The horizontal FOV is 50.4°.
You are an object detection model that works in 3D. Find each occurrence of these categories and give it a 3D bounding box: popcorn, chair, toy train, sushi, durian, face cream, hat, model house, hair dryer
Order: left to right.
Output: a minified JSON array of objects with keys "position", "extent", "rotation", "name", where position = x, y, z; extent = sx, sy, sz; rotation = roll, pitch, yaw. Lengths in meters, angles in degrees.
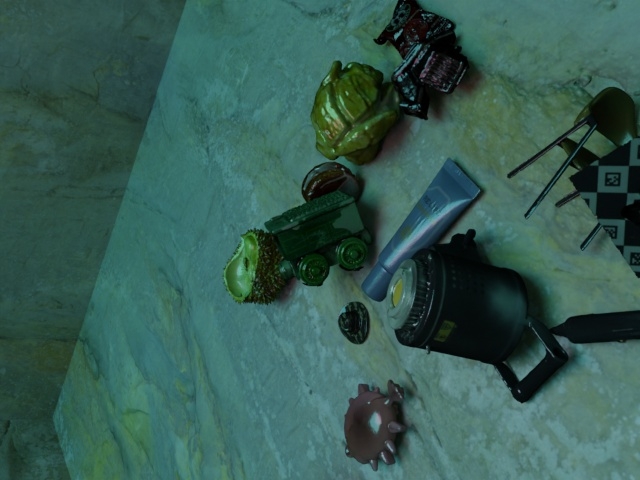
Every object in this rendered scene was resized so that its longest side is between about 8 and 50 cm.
[{"position":[-0.185,0.084,2.081],"extent":[0.200,0.176,0.237],"rotation":[30,101,61],"name":"durian"},{"position":[0.000,0.000,1.786],"extent":[0.145,0.266,0.202],"rotation":[-141,29,-71],"name":"toy train"},{"position":[0.079,0.220,1.812],"extent":[0.121,0.050,0.121],"rotation":[-11,76,48],"name":"hat"},{"position":[0.086,-0.333,1.796],"extent":[0.225,0.276,0.276],"rotation":[44,123,8],"name":"popcorn"},{"position":[0.231,-0.011,1.643],"extent":[0.385,0.086,0.135],"rotation":[-55,44,23],"name":"face cream"},{"position":[0.271,-0.387,1.636],"extent":[0.203,0.141,0.164],"rotation":[-53,57,34],"name":"model house"},{"position":[0.494,-0.140,1.255],"extent":[0.247,0.158,0.172],"rotation":[-48,30,32],"name":"chair"},{"position":[0.548,0.169,1.197],"extent":[0.352,0.107,0.189],"rotation":[-21,68,57],"name":"hair dryer"},{"position":[0.581,-0.076,1.145],"extent":[0.219,0.047,0.231],"rotation":[-34,93,28],"name":"sushi"}]

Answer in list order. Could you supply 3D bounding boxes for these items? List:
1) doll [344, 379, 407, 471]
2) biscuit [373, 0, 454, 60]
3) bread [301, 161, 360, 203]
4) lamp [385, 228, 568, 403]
[{"position":[0.128,0.447,1.666],"extent":[0.262,0.093,0.211],"rotation":[-63,38,22],"name":"doll"},{"position":[0.230,-0.547,1.767],"extent":[0.151,0.063,0.235],"rotation":[-49,40,12],"name":"biscuit"},{"position":[0.028,-0.139,1.873],"extent":[0.160,0.160,0.073],"rotation":[-63,34,22],"name":"bread"},{"position":[0.273,0.143,1.384],"extent":[0.205,0.272,0.374],"rotation":[114,144,-43],"name":"lamp"}]
